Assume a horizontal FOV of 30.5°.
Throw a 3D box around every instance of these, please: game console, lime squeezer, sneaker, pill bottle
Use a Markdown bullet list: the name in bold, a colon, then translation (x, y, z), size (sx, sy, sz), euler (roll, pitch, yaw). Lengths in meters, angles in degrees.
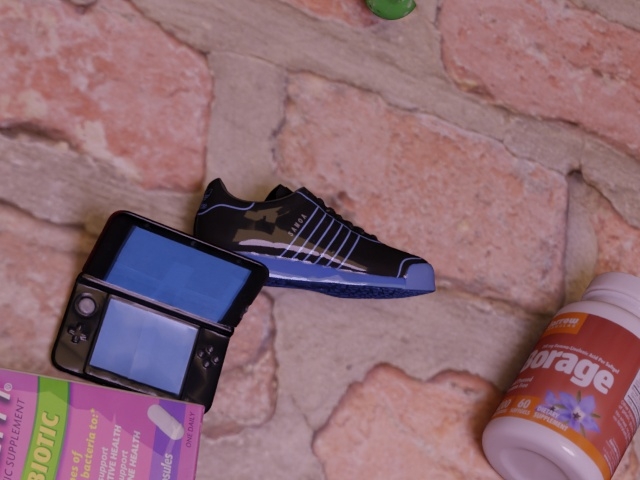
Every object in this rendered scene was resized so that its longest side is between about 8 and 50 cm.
- **game console**: translation (-0.132, 0.063, 0.973), size (0.144, 0.085, 0.124), euler (22, 65, -17)
- **lime squeezer**: translation (0.089, -0.288, 1.193), size (0.059, 0.110, 0.310), euler (23, 32, 1)
- **sneaker**: translation (0.000, 0.000, 1.059), size (0.232, 0.081, 0.090), euler (8, 77, -22)
- **pill bottle**: translation (0.252, 0.136, 1.113), size (0.121, 0.121, 0.216), euler (42, 60, -8)

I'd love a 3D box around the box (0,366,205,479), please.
- **box**: translation (-0.227, 0.211, 0.860), size (0.243, 0.117, 0.213), euler (14, 68, -21)
